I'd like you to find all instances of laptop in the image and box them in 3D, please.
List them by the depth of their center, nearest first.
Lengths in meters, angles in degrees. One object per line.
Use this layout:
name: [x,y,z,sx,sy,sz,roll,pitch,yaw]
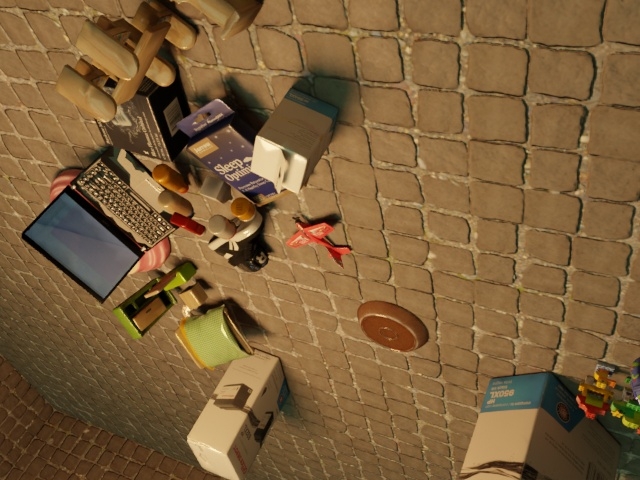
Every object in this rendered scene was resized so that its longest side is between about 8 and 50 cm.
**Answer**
laptop: [-0.460,-0.034,1.451,0.264,0.136,0.234,-33,115,25]

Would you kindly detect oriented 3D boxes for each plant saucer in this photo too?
plant saucer: [0.154,0.198,1.472,0.168,0.029,0.168,19,145,14]
plant saucer: [-0.535,-0.027,1.645,0.332,0.084,0.332,19,144,15]

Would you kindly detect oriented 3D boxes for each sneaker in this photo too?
sneaker: [-0.144,0.006,1.414,0.121,0.079,0.217,39,153,-19]

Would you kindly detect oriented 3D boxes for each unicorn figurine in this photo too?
unicorn figurine: [-0.323,0.223,1.829,0.111,0.060,0.162,17,141,11]

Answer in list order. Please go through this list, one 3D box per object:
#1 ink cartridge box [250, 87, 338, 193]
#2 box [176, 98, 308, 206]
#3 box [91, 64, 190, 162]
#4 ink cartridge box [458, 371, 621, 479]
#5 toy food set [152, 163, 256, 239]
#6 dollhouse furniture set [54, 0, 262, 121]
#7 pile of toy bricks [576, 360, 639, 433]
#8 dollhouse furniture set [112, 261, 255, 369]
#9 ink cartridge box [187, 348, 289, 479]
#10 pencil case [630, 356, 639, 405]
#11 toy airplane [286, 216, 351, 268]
ink cartridge box: [-0.045,-0.154,1.065,0.090,0.143,0.092,26,145,6]
box: [-0.144,-0.151,1.198,0.136,0.036,0.225,-18,133,43]
box: [-0.330,-0.241,1.212,0.158,0.093,0.156,17,144,20]
ink cartridge box: [0.432,0.514,1.345,0.285,0.395,0.166,45,143,-20]
toy food set: [-0.229,-0.065,1.326,0.232,0.111,0.104,19,173,20]
dollhouse furniture set: [-0.226,-0.287,0.978,0.161,0.212,0.242,36,119,-6]
pile of toy bricks: [0.587,0.307,1.223,0.212,0.105,0.118,15,143,21]
dollhouse furniture set: [-0.344,0.234,1.701,0.197,0.151,0.301,-21,108,40]
ink cartridge box: [-0.222,0.489,1.874,0.129,0.307,0.223,17,144,19]
pencil case: [0.615,0.189,1.035,0.133,0.119,0.306,5,149,-15]
toy airplane: [0.000,0.000,1.332,0.151,0.028,0.151,21,146,15]
